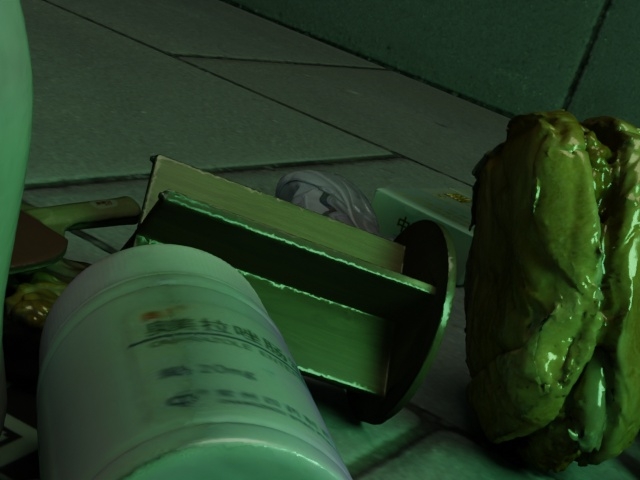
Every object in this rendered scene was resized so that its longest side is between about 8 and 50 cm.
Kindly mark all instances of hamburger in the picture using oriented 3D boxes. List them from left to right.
[{"bbox_3d":[0.199,0.041,1.008,0.144,0.283,0.259,10,-1,-8],"label":"hamburger"}]

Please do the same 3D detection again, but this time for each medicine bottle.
[{"bbox_3d":[-0.074,0.111,0.666,0.152,0.152,0.254,14,17,-19],"label":"medicine bottle"}]

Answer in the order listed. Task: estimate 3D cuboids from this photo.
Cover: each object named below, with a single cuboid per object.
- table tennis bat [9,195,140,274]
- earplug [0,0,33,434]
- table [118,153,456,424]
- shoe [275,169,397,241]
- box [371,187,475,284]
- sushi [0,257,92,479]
[{"bbox_3d":[-0.233,-0.010,0.916,0.138,0.022,0.246,30,25,34],"label":"table tennis bat"},{"bbox_3d":[-0.225,-0.033,0.642,0.172,0.301,0.172,14,30,-8],"label":"earplug"},{"bbox_3d":[-0.036,0.028,0.938,0.226,0.167,0.167,20,14,-18],"label":"table"},{"bbox_3d":[0.000,0.000,1.257,0.137,0.095,0.245,10,24,-40],"label":"shoe"},{"bbox_3d":[0.183,-0.010,1.561,0.155,0.067,0.243,30,19,30],"label":"box"},{"bbox_3d":[-0.254,0.025,0.920,0.359,0.064,0.343,24,16,18],"label":"sushi"}]
